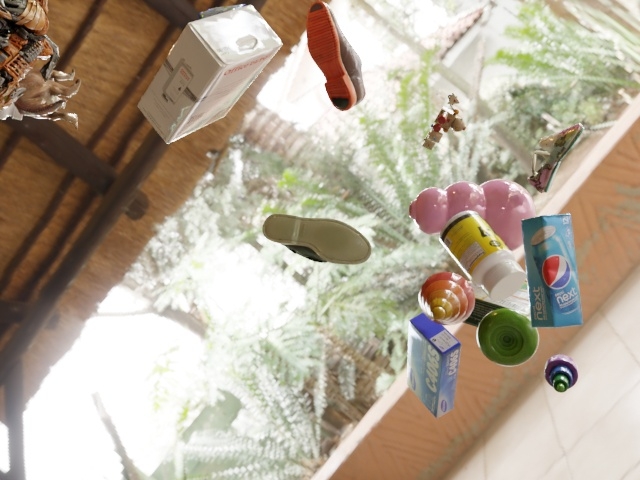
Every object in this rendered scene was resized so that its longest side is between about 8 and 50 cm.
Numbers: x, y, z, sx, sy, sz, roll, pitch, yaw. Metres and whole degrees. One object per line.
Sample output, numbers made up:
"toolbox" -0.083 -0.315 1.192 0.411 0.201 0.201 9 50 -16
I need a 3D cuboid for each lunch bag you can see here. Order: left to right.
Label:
"lunch bag" -0.279 -0.616 2.006 0.096 0.129 0.151 -56 -38 -53

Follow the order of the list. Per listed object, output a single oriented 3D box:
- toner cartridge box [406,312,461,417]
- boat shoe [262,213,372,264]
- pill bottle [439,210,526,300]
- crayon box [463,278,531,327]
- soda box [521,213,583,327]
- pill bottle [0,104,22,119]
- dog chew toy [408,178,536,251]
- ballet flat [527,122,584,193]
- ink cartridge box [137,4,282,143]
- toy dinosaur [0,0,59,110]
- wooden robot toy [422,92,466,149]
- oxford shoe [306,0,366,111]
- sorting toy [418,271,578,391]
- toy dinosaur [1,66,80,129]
"toner cartridge box" 0.351 0.394 2.115 0.075 0.165 0.348 -25 -43 -19
"boat shoe" -0.002 0.004 1.996 0.113 0.340 0.127 42 -121 -69
"pill bottle" 0.384 0.036 1.594 0.119 0.208 0.119 -19 -39 -17
"crayon box" 0.505 0.170 1.854 0.323 0.203 0.083 -17 -61 -57
"soda box" 0.436 0.058 1.272 0.067 0.210 0.071 -4 -5 -17
"pill bottle" -0.913 -0.392 1.867 0.094 0.169 0.094 -36 47 52
"dog chew toy" 0.409 -0.071 1.840 0.206 0.332 0.206 -176 90 -86
"ballet flat" 0.571 -0.210 1.670 0.077 0.079 0.221 -46 -20 -36
"ink cartridge box" -0.242 -0.361 1.463 0.283 0.117 0.207 -39 0 45
"toy dinosaur" -0.583 -0.406 1.235 0.164 0.218 0.322 -36 43 48
"wooden robot toy" 0.321 -0.284 1.670 0.173 0.079 0.076 -63 1 40
"oxford shoe" 0.042 -0.467 1.684 0.097 0.271 0.098 3 29 44
"sorting toy" 0.355 0.202 1.371 0.127 0.365 0.126 -62 -12 19
"toy dinosaur" -0.686 -0.350 1.588 0.200 0.295 0.127 0 -57 -33
